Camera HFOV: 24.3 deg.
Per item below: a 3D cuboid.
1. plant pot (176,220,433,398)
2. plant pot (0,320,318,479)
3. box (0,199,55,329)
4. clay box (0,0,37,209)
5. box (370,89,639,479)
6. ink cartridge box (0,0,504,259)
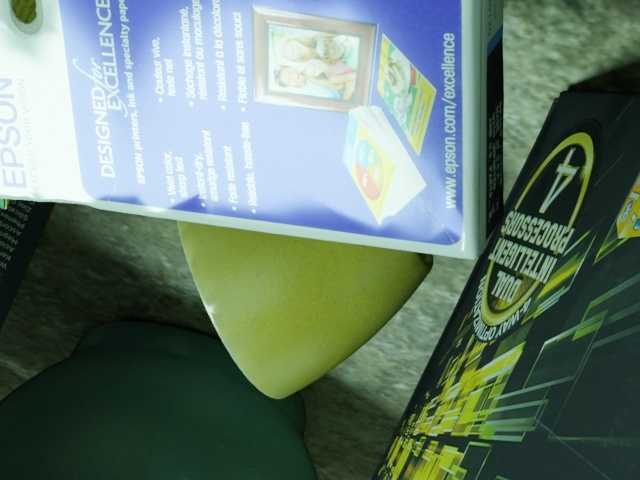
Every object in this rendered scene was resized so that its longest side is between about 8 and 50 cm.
[{"bbox_3d":[0.000,0.000,0.736,0.095,0.134,0.134,-21,139,13],"label":"plant pot"},{"bbox_3d":[-0.118,0.179,1.026,0.293,0.196,0.293,14,151,8],"label":"plant pot"},{"bbox_3d":[-0.211,-0.009,0.736,0.108,0.207,0.153,31,149,-23],"label":"box"},{"bbox_3d":[-0.192,-0.099,0.652,0.222,0.127,0.053,18,152,1],"label":"clay box"},{"bbox_3d":[0.105,0.108,0.492,0.097,0.318,0.395,23,-177,-10],"label":"box"},{"bbox_3d":[-0.036,-0.104,0.537,0.208,0.045,0.206,7,117,19],"label":"ink cartridge box"}]
